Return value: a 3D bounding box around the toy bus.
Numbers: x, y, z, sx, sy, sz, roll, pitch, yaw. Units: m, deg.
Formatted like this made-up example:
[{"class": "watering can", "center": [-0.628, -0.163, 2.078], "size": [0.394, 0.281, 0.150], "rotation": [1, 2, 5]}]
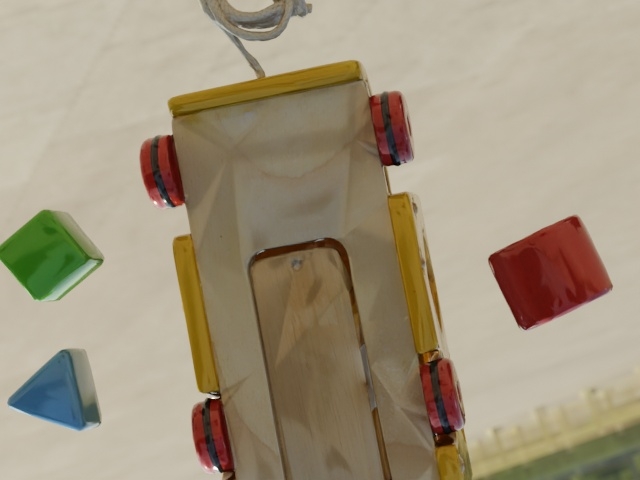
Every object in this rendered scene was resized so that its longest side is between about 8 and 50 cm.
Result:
[{"class": "toy bus", "center": [-0.003, 0.013, 0.726], "size": [0.202, 0.191, 0.104], "rotation": [-55, 174, 3]}]
